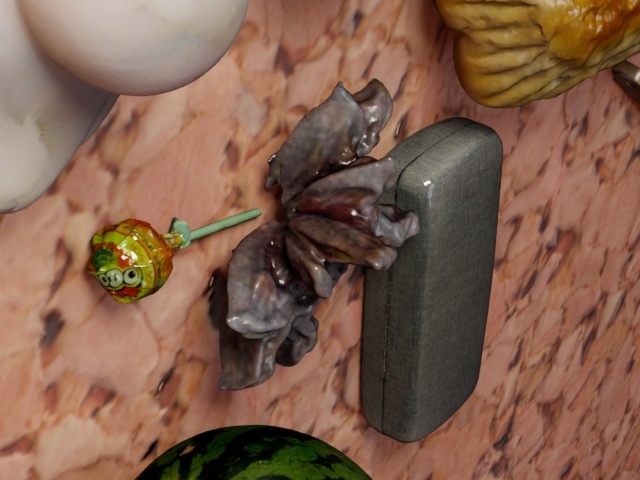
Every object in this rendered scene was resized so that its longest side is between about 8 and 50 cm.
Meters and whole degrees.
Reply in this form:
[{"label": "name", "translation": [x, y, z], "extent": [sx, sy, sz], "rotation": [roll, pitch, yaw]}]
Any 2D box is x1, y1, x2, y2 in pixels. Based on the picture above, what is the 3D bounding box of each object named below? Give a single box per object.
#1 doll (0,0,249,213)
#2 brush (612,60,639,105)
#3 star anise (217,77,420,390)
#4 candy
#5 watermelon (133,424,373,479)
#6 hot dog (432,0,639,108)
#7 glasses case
[{"label": "doll", "translation": [-0.144, -0.129, 0.873], "extent": [0.221, 0.221, 0.251], "rotation": [22, 95, -58]}, {"label": "brush", "translation": [0.394, -0.118, 1.779], "extent": [0.065, 0.070, 0.327], "rotation": [-52, 146, 2]}, {"label": "star anise", "translation": [-0.001, 0.001, 1.245], "extent": [0.282, 0.129, 0.212], "rotation": [-56, 173, -10]}, {"label": "candy", "translation": [-0.102, -0.001, 1.183], "extent": [0.201, 0.060, 0.060], "rotation": [-25, 132, -56]}, {"label": "watermelon", "translation": [-0.054, 0.298, 1.244], "extent": [0.285, 0.285, 0.285], "rotation": [-34, 138, -38]}, {"label": "hot dog", "translation": [0.227, -0.296, 1.301], "extent": [0.365, 0.196, 0.367], "rotation": [-40, 135, -35]}, {"label": "glasses case", "translation": [0.104, 0.043, 1.469], "extent": [0.131, 0.074, 0.323], "rotation": [-31, 136, -39]}]
